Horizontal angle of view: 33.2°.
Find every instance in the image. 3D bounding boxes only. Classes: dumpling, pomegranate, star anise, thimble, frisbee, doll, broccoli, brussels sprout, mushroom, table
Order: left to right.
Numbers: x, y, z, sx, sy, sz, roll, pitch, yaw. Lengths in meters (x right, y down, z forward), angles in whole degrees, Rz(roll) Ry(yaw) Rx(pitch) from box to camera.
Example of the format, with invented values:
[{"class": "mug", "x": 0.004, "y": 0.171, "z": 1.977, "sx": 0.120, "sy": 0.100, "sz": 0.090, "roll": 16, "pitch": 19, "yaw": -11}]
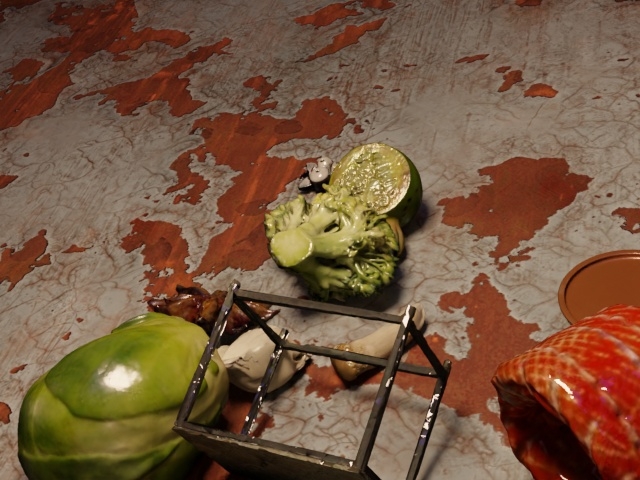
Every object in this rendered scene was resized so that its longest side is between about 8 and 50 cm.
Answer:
[{"class": "brussels sprout", "x": -0.325, "y": 0.291, "z": 1.796, "sx": 0.371, "sy": 0.275, "sz": 0.315, "roll": -29, "pitch": 7, "yaw": -18}, {"class": "star anise", "x": -0.202, "y": 0.150, "z": 2.036, "sx": 0.272, "sy": 0.102, "sz": 0.272, "roll": 6, "pitch": 9, "yaw": -1}, {"class": "dumpling", "x": -0.117, "y": 0.214, "z": 1.965, "sx": 0.199, "sy": 0.118, "sz": 0.136, "roll": 1, "pitch": 7, "yaw": -42}, {"class": "table", "x": -0.005, "y": 0.246, "z": 1.713, "sx": 0.335, "sy": 0.222, "sz": 0.272, "roll": 8, "pitch": 64, "yaw": 28}, {"class": "broccoli", "x": 0.000, "y": 0.000, "z": 2.068, "sx": 0.288, "sy": 0.245, "sz": 0.247, "roll": -11, "pitch": 78, "yaw": 25}, {"class": "doll", "x": 0.047, "y": -0.148, "z": 2.430, "sx": 0.219, "sy": 0.067, "sz": 0.091, "roll": 0, "pitch": 49, "yaw": 24}, {"class": "mushroom", "x": 0.110, "y": 0.183, "z": 1.959, "sx": 0.209, "sy": 0.071, "sz": 0.084, "roll": -30, "pitch": 6, "yaw": -24}, {"class": "pomegranate", "x": 0.137, "y": -0.077, "z": 2.229, "sx": 0.190, "sy": 0.159, "sz": 0.241, "roll": -42, "pitch": 58, "yaw": 0}, {"class": "thimble", "x": 0.420, "y": 0.266, "z": 1.497, "sx": 0.231, "sy": 0.350, "sz": 0.350, "roll": -27, "pitch": 37, "yaw": -15}, {"class": "frisbee", "x": 0.555, "y": 0.099, "z": 1.937, "sx": 0.251, "sy": 0.021, "sz": 0.250, "roll": -11, "pitch": 35, "yaw": 8}]

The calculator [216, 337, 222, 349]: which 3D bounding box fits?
[{"class": "calculator", "x": -0.290, "y": 0.226, "z": 2.075, "sx": 0.210, "sy": 0.039, "sz": 0.121, "roll": -25, "pitch": 35, "yaw": -12}]
